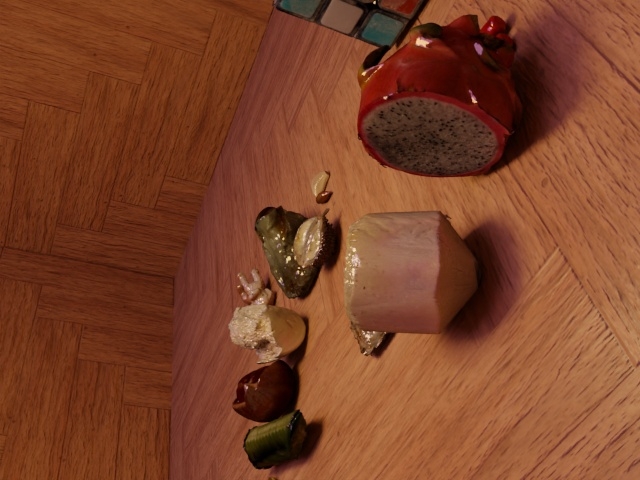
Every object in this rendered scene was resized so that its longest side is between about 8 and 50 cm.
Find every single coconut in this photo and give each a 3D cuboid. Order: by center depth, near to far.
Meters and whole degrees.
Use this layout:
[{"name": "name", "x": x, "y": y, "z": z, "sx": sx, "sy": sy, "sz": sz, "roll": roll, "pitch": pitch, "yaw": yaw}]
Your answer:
[{"name": "coconut", "x": 0.171, "y": 0.059, "z": 1.274, "sx": 0.239, "sy": 0.244, "sz": 0.239, "roll": 2, "pitch": -90, "yaw": -82}]

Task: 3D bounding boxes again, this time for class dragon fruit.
[{"name": "dragon fruit", "x": 0.222, "y": -0.272, "z": 1.269, "sx": 0.305, "sy": 0.305, "sz": 0.225, "roll": -34, "pitch": 40, "yaw": 62}]

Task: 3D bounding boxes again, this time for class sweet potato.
[{"name": "sweet potato", "x": 0.005, "y": -0.129, "z": 2.098, "sx": 0.095, "sy": 0.034, "sz": 0.034, "roll": 140, "pitch": 138, "yaw": -61}]

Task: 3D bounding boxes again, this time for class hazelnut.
[{"name": "hazelnut", "x": -0.161, "y": 0.435, "z": 2.015, "sx": 0.170, "sy": 0.161, "sz": 0.201, "roll": -85, "pitch": 20, "yaw": -81}]

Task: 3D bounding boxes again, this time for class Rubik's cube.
[{"name": "Rubik's cube", "x": 0.104, "y": -0.762, "z": 1.759, "sx": 0.359, "sy": 0.363, "sz": 0.362, "roll": -51, "pitch": 34, "yaw": 47}]

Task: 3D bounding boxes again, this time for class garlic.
[{"name": "garlic", "x": -0.002, "y": -0.180, "z": 2.140, "sx": 0.083, "sy": 0.041, "sz": 0.053, "roll": -63, "pitch": 28, "yaw": 15}]

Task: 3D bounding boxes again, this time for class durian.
[{"name": "durian", "x": 0.000, "y": 0.000, "z": 1.959, "sx": 0.148, "sy": 0.091, "sz": 0.188, "roll": 22, "pitch": 96, "yaw": 57}]

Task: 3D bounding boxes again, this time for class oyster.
[{"name": "oyster", "x": 0.126, "y": 0.185, "z": 1.567, "sx": 0.177, "sy": 0.056, "sz": 0.105, "roll": -65, "pitch": 35, "yaw": 32}]

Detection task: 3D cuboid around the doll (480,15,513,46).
[{"name": "doll", "x": 0.292, "y": -0.341, "z": 1.412, "sx": 0.245, "sy": 0.076, "sz": 0.142, "roll": -50, "pitch": 37, "yaw": 43}]

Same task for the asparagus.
[{"name": "asparagus", "x": -0.110, "y": 0.548, "z": 1.893, "sx": 0.128, "sy": 0.108, "sz": 0.382, "roll": 64, "pitch": 146, "yaw": 10}]

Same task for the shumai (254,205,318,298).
[{"name": "shumai", "x": -0.119, "y": 0.036, "z": 2.092, "sx": 0.222, "sy": 0.204, "sz": 0.271, "roll": 166, "pitch": 112, "yaw": -67}]

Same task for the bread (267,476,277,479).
[{"name": "bread", "x": -0.142, "y": 0.735, "z": 1.986, "sx": 0.110, "sy": 0.024, "sz": 0.110, "roll": -167, "pitch": 90, "yaw": -70}]

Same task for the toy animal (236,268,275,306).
[{"name": "toy animal", "x": -0.213, "y": 0.218, "z": 2.424, "sx": 0.185, "sy": 0.104, "sz": 0.183, "roll": 36, "pitch": 142, "yaw": 50}]

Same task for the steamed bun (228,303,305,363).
[{"name": "steamed bun", "x": -0.160, "y": 0.278, "z": 2.044, "sx": 0.225, "sy": 0.200, "sz": 0.170, "roll": 150, "pitch": 135, "yaw": -65}]
